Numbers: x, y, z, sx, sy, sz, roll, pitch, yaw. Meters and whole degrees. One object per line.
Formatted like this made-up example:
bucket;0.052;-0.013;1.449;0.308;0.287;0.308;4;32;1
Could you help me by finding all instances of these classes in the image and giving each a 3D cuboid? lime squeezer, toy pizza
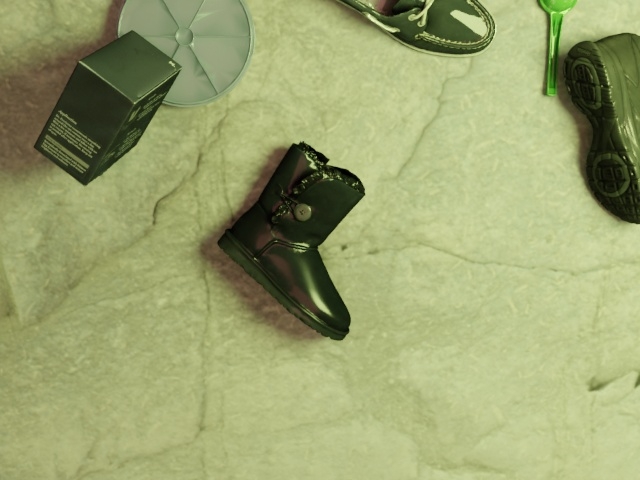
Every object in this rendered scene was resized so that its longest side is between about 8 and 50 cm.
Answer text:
lime squeezer;0.350;-0.361;1.256;0.059;0.110;0.310;-8;131;-15
toy pizza;-0.194;-0.294;1.296;0.201;0.032;0.201;0;99;-1

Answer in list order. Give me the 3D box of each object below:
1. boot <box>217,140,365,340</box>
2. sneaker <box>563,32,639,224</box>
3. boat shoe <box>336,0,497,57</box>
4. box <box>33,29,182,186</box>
boot;0.000;0.000;1.311;0.246;0.094;0.207;41;101;0
sneaker;0.447;-0.161;1.283;0.130;0.109;0.286;-25;112;-21
boat shoe;0.110;-0.341;1.258;0.303;0.091;0.114;20;99;-3
box;-0.289;-0.183;1.229;0.093;0.156;0.158;37;121;-4
